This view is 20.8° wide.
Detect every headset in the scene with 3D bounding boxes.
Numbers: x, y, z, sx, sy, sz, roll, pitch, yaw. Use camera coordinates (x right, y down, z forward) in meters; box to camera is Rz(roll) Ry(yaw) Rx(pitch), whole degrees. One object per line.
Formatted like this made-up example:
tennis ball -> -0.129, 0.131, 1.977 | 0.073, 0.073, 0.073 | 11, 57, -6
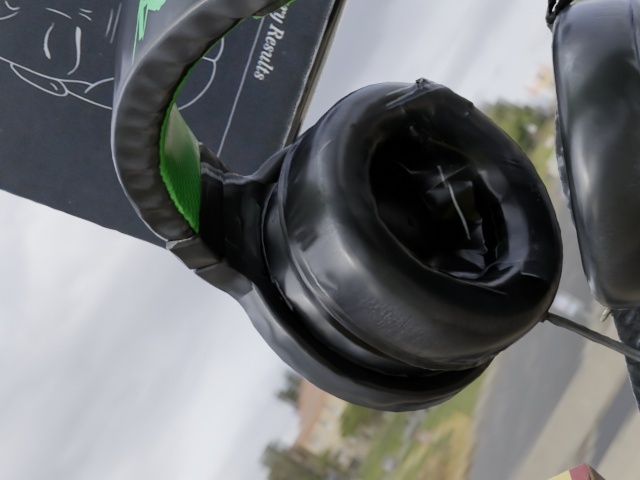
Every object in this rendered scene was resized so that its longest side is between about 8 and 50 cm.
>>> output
headset -> 0.084, -0.038, 0.725 | 0.243, 0.394, 0.185 | -21, 50, 26

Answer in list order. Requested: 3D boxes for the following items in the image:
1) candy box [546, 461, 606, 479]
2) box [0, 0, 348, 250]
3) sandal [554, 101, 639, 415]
candy box -> 0.240, 0.260, 1.360 | 0.053, 0.109, 0.186 | -28, -42, 17
box -> -0.174, -0.204, 1.150 | 0.212, 0.395, 0.294 | -71, 2, -59
sandal -> 0.268, -0.010, 1.231 | 0.107, 0.167, 0.446 | -63, -32, -44
